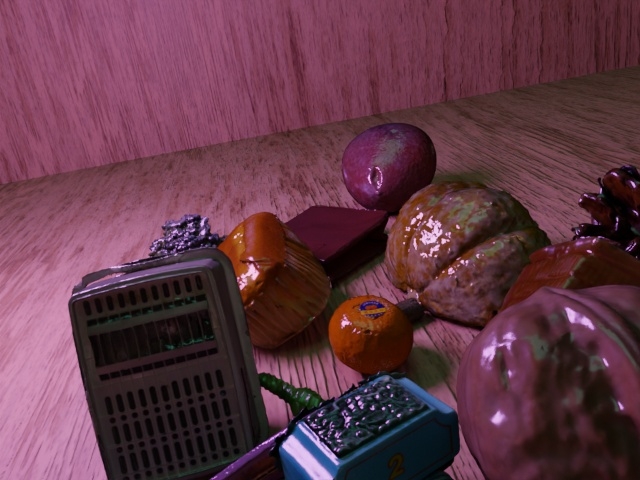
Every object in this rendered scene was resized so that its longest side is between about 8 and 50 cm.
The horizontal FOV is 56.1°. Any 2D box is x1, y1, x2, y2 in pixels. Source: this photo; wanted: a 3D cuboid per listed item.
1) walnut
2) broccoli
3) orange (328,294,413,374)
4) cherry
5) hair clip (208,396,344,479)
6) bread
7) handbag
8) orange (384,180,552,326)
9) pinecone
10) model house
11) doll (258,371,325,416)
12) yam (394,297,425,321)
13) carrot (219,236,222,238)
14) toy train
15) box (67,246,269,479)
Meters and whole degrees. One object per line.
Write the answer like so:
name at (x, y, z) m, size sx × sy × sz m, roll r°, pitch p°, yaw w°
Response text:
walnut at (0.273, 0.173, 0.606) m, size 0.273 × 0.274 × 0.227 m, roll 1°, pitch -16°, yaw 24°
broccoli at (-0.277, 0.018, 1.394) m, size 0.198 × 0.177 × 0.275 m, roll -15°, pitch 9°, yaw 1°
orange at (0.079, 0.150, 0.942) m, size 0.135 × 0.118 × 0.136 m, roll -4°, pitch 36°, yaw 3°
cherry at (0.183, -0.191, 1.613) m, size 0.261 × 0.221 × 0.308 m, roll -10°, pitch 33°, yaw 21°
hair clip at (-0.104, 0.287, 0.679) m, size 0.358 × 0.110 × 0.095 m, roll -32°, pitch 22°, yaw -17°
bread at (-0.113, 0.062, 1.119) m, size 0.204 × 0.156 × 0.288 m, roll -37°, pitch 26°, yaw 8°
handbag at (0.000, 0.001, 1.385) m, size 0.259 × 0.084 × 0.275 m, roll 9°, pitch 29°, yaw 37°
orange at (0.269, -0.003, 1.122) m, size 0.270 × 0.211 × 0.368 m, roll -18°, pitch 21°, yaw -15°
pinecone at (0.553, -0.012, 0.965) m, size 0.295 × 0.242 × 0.298 m, roll -4°, pitch 6°, yaw -10°
model house at (0.356, 0.127, 0.841) m, size 0.229 × 0.199 × 0.220 m, roll -49°, pitch -8°, yaw -12°
doll at (-0.014, 0.224, 0.811) m, size 0.190 × 0.115 × 0.050 m, roll 16°, pitch 74°, yaw 44°
yam at (0.138, 0.132, 1.055) m, size 0.094 × 0.043 × 0.043 m, roll -21°, pitch 24°, yaw -23°
carrot at (-0.255, 0.010, 1.531) m, size 0.043 × 0.043 × 0.247 m, roll -26°, pitch 24°, yaw -35°
toy train at (0.057, 0.244, 0.649) m, size 0.203 × 0.163 × 0.112 m, roll -23°, pitch 27°, yaw -29°
box at (-0.198, 0.165, 0.793) m, size 0.220 × 0.291 × 0.166 m, roll -12°, pitch 1°, yaw -7°
